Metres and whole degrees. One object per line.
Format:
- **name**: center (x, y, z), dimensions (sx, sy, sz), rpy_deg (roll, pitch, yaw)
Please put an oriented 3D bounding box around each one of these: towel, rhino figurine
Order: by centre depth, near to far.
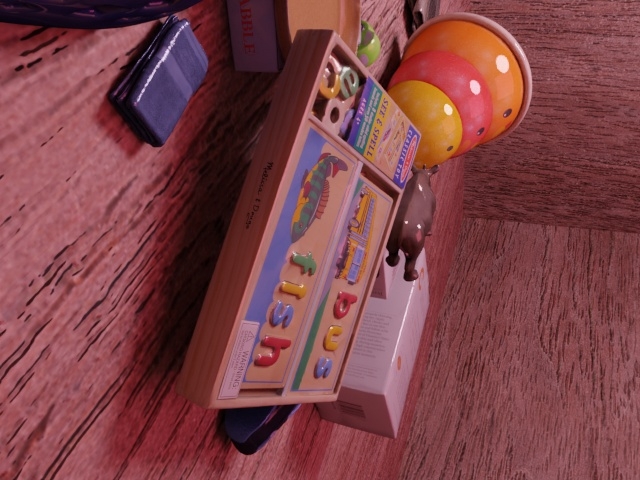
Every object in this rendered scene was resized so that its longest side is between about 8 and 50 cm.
- **towel**: center (-0.148, -0.151, 0.478), dimensions (0.067, 0.029, 0.119), rpy_deg (65, 37, -54)
- **rhino figurine**: center (0.161, -0.054, 0.858), dimensions (0.106, 0.073, 0.243), rpy_deg (78, 27, -44)
- **towel**: center (0.301, -0.707, 1.449), dimensions (0.312, 0.056, 0.323), rpy_deg (35, 62, -70)

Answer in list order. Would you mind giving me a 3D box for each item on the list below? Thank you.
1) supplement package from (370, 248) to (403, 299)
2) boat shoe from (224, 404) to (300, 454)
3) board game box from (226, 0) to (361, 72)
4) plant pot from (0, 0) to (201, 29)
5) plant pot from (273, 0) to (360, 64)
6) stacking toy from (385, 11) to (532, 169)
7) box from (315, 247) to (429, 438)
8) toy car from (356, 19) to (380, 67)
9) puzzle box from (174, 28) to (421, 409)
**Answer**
- **supplement package**: center (0.068, -0.031, 0.920), dimensions (0.133, 0.139, 0.243), rpy_deg (-59, 148, -46)
- **boat shoe**: center (-0.057, 0.204, 0.765), dimensions (0.258, 0.109, 0.088), rpy_deg (-39, 142, -38)
- **board game box**: center (-0.026, -0.407, 0.657), dimensions (0.318, 0.066, 0.318), rpy_deg (-48, 141, -56)
- **plant pot**: center (-0.127, -0.239, 0.251), dimensions (0.236, 0.212, 0.235), rpy_deg (-40, 134, -61)
- **plant pot**: center (-0.002, -0.288, 0.626), dimensions (0.236, 0.033, 0.236), rpy_deg (8, 90, -69)
- **stacking toy**: center (0.238, -0.276, 1.172), dimensions (0.480, 0.351, 0.350), rpy_deg (-46, 141, -30)
- **box**: center (0.112, 0.199, 1.070), dimensions (0.214, 0.169, 0.345), rpy_deg (73, 32, -46)
- **toy car**: center (0.075, -0.329, 0.962), dimensions (0.239, 0.053, 0.224), rpy_deg (58, 44, -59)
- **puzzle box**: center (0.000, 0.000, 0.621), dimensions (0.272, 0.052, 0.408), rpy_deg (24, 82, -57)
